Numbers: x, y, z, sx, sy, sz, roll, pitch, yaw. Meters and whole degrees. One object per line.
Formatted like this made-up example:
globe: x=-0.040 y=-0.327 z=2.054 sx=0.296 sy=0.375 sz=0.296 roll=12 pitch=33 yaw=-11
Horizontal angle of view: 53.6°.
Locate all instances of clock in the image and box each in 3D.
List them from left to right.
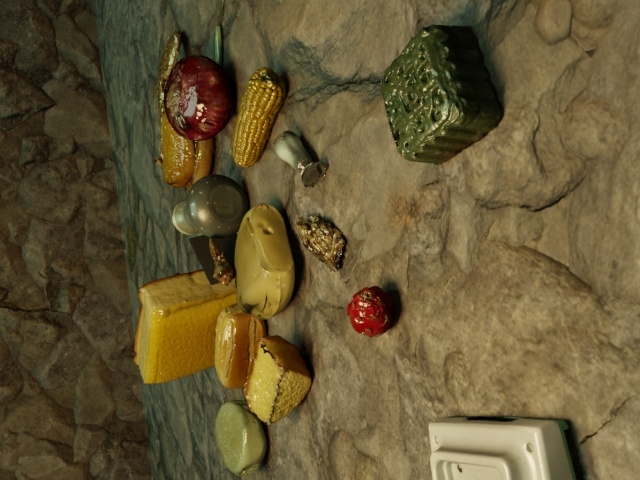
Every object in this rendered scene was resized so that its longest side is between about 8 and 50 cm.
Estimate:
clock: x=0.263 y=0.390 z=0.954 sx=0.262 sy=0.116 sz=0.231 roll=-24 pitch=73 yaw=58

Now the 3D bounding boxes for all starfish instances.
starfish: x=-0.511 y=-0.485 z=2.121 sx=0.324 sy=0.082 sz=0.432 roll=-126 pitch=40 yaw=-70

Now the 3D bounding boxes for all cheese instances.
cheese: x=-0.152 y=0.082 z=1.632 sx=0.316 sy=0.128 sz=0.260 roll=116 pitch=149 yaw=-47

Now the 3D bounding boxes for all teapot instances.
teapot: x=-0.328 y=-0.084 z=1.825 sx=0.250 sy=0.183 sz=0.184 roll=-15 pitch=83 yaw=54

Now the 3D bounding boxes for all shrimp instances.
shrimp: x=-0.277 y=0.058 z=1.705 sx=0.132 sy=0.051 sz=0.187 roll=60 pitch=175 yaw=-23

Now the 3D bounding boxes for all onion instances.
onion: x=-0.346 y=-0.403 z=1.812 sx=0.246 sy=0.190 sz=0.247 roll=-10 pitch=77 yaw=46

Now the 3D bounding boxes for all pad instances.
pad: x=-0.285 y=0.042 z=1.837 sx=0.003 sy=0.142 sz=0.211 roll=93 pitch=153 yaw=-42

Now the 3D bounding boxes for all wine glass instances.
wine glass: x=-0.047 y=-0.187 z=1.444 sx=0.155 sy=0.072 sz=0.072 roll=51 pitch=137 yaw=43

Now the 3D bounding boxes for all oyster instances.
oyster: x=-0.004 y=-0.003 z=1.422 sx=0.177 sy=0.056 sz=0.105 roll=53 pitch=146 yaw=36

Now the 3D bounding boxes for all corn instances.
corn: x=-0.168 y=-0.304 z=1.604 sx=0.313 sy=0.101 sz=0.102 roll=-58 pitch=47 yaw=48

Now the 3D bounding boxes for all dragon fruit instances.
dragon fruit: x=0.098 y=0.152 z=1.251 sx=0.190 sy=0.094 sz=0.094 roll=96 pitch=157 yaw=-65

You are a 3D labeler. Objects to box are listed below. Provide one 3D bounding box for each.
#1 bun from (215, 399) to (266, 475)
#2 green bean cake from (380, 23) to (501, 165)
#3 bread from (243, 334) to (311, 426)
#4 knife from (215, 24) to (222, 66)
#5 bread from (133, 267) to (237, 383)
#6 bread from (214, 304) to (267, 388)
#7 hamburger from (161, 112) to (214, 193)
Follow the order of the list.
bun: x=-0.226 y=0.582 z=1.870 sx=0.221 sy=0.108 sz=0.221 roll=-7 pitch=82 yaw=57
green bean cake: x=0.179 y=-0.227 z=1.005 sx=0.173 sy=0.094 sz=0.182 roll=-35 pitch=64 yaw=58
bread: x=-0.097 y=0.336 z=1.567 sx=0.129 sy=0.134 sz=0.260 roll=45 pitch=139 yaw=34
knife: x=-0.306 y=-0.490 z=1.895 sx=0.043 sy=0.019 sz=0.293 roll=23 pitch=116 yaw=55
bread: x=-0.370 y=0.238 z=1.845 sx=0.143 sy=0.323 sz=0.333 roll=47 pitch=134 yaw=36
bread: x=-0.223 y=0.299 z=1.774 sx=0.106 sy=0.139 sz=0.236 roll=32 pitch=123 yaw=58
hamburger: x=-0.406 y=-0.282 z=1.993 sx=0.156 sy=0.144 sz=0.283 roll=17 pitch=111 yaw=47
